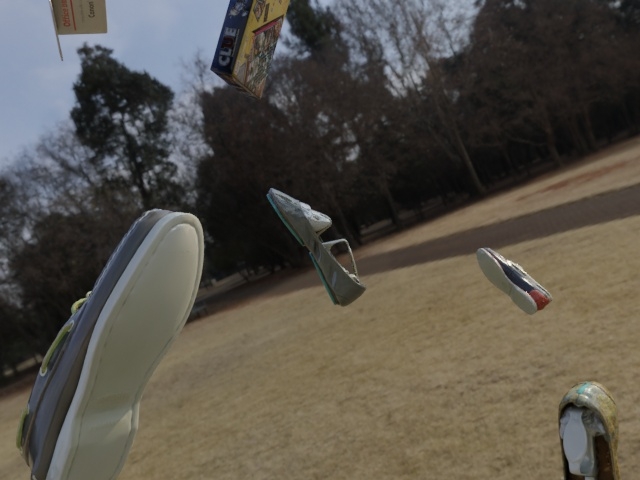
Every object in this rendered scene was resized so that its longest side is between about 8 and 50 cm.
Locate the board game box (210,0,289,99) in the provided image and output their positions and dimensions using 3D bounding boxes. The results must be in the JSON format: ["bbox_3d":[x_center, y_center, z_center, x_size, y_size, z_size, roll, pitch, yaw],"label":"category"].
[{"bbox_3d":[-0.113,-0.387,1.127,0.042,0.243,0.165,17,1,12],"label":"board game box"}]

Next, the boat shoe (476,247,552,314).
[{"bbox_3d":[0.302,0.058,1.013,0.043,0.137,0.049,-28,-34,-19],"label":"boat shoe"}]

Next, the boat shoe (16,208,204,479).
[{"bbox_3d":[-0.206,0.102,0.613,0.109,0.091,0.305,12,-77,-60],"label":"boat shoe"}]

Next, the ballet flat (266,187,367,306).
[{"bbox_3d":[0.000,0.000,0.976,0.068,0.213,0.072,-32,8,2],"label":"ballet flat"}]

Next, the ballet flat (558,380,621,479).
[{"bbox_3d":[0.495,0.440,1.189,0.123,0.349,0.123,-4,-2,0],"label":"ballet flat"}]

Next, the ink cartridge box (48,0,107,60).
[{"bbox_3d":[-0.303,-0.334,0.789,0.067,0.198,0.115,-8,-14,-17],"label":"ink cartridge box"}]
